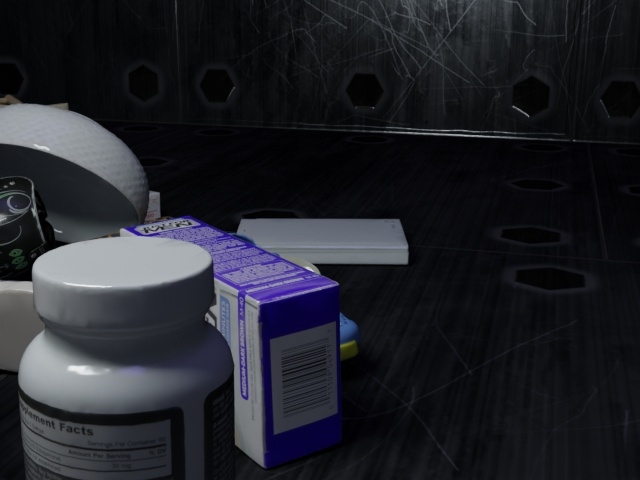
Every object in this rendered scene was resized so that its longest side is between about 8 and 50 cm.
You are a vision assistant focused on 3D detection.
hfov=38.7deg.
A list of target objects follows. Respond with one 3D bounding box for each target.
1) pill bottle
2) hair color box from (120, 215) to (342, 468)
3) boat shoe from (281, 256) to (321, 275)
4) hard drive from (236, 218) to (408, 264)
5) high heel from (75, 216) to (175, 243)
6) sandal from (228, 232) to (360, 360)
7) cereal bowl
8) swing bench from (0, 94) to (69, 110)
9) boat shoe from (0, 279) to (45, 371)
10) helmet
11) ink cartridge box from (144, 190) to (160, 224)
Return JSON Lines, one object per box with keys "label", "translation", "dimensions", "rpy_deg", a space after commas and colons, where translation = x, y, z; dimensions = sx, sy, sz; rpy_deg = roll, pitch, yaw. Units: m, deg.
{"label": "pill bottle", "translation": [-0.147, 0.147, 0.708], "dimensions": [0.162, 0.279, 0.162], "rpy_deg": [1, 15, 0]}
{"label": "hair color box", "translation": [-0.114, 0.100, 1.051], "dimensions": [0.110, 0.185, 0.338], "rpy_deg": [-11, 19, -31]}
{"label": "boat shoe", "translation": [-0.057, 0.054, 1.482], "dimensions": [0.137, 0.049, 0.043], "rpy_deg": [8, -22, 24]}
{"label": "hard drive", "translation": [0.000, 0.000, 1.683], "dimensions": [0.307, 0.040, 0.203], "rpy_deg": [0, 16, 0]}
{"label": "high heel", "translation": [-0.346, 0.008, 1.547], "dimensions": [0.186, 0.093, 0.261], "rpy_deg": [5, 22, 12]}
{"label": "sandal", "translation": [-0.072, 0.080, 1.220], "dimensions": [0.126, 0.138, 0.317], "rpy_deg": [-11, 21, -42]}
{"label": "cereal bowl", "translation": [-0.456, -0.130, 1.599], "dimensions": [0.338, 0.141, 0.339], "rpy_deg": [10, -27, 5]}
{"label": "swing bench", "translation": [-0.617, -0.149, 1.805], "dimensions": [0.165, 0.253, 0.254], "rpy_deg": [-14, 21, -42]}
{"label": "boat shoe", "translation": [-0.431, 0.085, 1.194], "dimensions": [0.340, 0.127, 0.158], "rpy_deg": [1, 23, 4]}
{"label": "helmet", "translation": [-0.534, -0.017, 1.506], "dimensions": [0.161, 0.170, 0.169], "rpy_deg": [-14, 18, -7]}
{"label": "ink cartridge box", "translation": [-0.403, -0.070, 1.881], "dimensions": [0.181, 0.062, 0.104], "rpy_deg": [13, 20, 37]}
